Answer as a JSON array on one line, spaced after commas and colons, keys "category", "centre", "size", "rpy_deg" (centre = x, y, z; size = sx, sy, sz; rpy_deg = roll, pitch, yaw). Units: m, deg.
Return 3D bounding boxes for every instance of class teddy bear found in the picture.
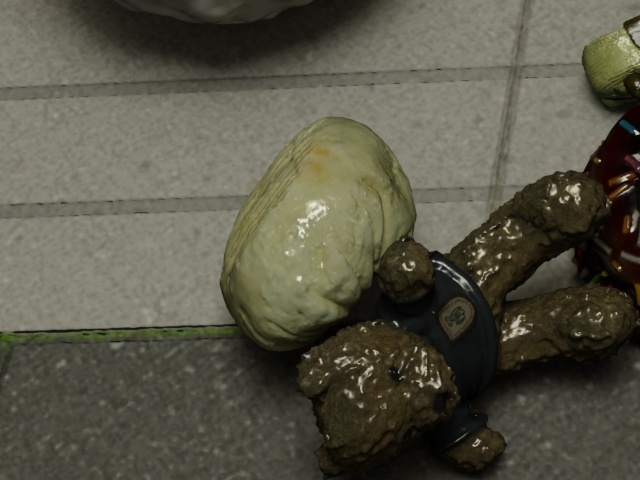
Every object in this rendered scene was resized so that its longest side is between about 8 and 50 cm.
[{"category": "teddy bear", "centre": [0.090, 0.066, 1.137], "size": [0.251, 0.129, 0.182], "rpy_deg": [-29, 105, -21]}]

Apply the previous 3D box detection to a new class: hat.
[{"category": "hat", "centre": [0.238, -0.130, 1.273], "size": [0.076, 0.077, 0.059], "rpy_deg": [-21, 80, 11]}]

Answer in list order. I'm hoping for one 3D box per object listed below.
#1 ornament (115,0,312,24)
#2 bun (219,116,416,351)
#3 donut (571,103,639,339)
[{"category": "ornament", "centre": [-0.089, -0.321, 1.270], "size": [0.337, 0.337, 0.337], "rpy_deg": [-2, 60, 4]}, {"category": "bun", "centre": [0.000, 0.000, 1.175], "size": [0.111, 0.188, 0.164], "rpy_deg": [36, 100, -10]}, {"category": "donut", "centre": [0.291, -0.019, 1.197], "size": [0.235, 0.089, 0.235], "rpy_deg": [-2, 61, 3]}]
